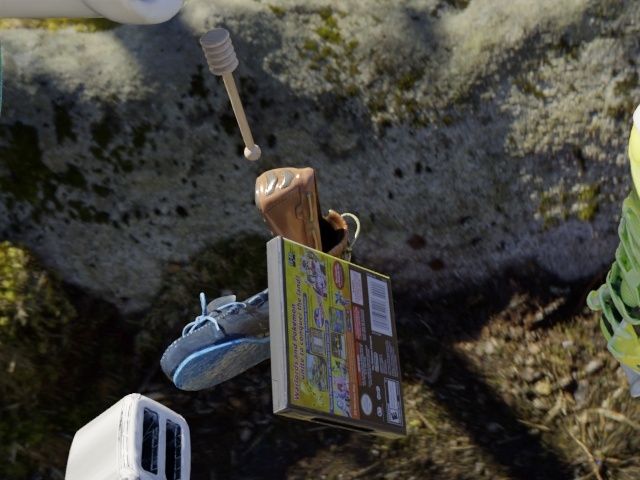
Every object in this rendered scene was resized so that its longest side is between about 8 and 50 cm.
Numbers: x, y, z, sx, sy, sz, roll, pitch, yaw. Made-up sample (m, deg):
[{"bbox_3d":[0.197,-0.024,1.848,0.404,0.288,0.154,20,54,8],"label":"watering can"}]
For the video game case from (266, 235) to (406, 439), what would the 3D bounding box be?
[{"bbox_3d":[0.025,0.151,1.373,0.035,0.248,0.275,-30,52,39],"label":"video game case"}]

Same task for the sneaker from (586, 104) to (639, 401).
[{"bbox_3d":[0.283,0.040,0.688,0.147,0.384,0.145,-23,47,15],"label":"sneaker"}]

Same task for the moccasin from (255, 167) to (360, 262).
[{"bbox_3d":[0.000,-0.002,1.715,0.147,0.380,0.139,-13,43,11],"label":"moccasin"}]

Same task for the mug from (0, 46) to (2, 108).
[{"bbox_3d":[-0.431,-0.199,1.049,0.097,0.158,0.129,0,101,-13],"label":"mug"}]

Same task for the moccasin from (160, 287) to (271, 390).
[{"bbox_3d":[-0.154,0.153,1.457,0.117,0.342,0.138,49,112,16],"label":"moccasin"}]

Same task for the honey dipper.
[{"bbox_3d":[-0.086,-0.145,0.925,0.030,0.160,0.030,-9,46,9],"label":"honey dipper"}]

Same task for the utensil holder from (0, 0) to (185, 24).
[{"bbox_3d":[-0.323,-0.337,0.724,0.385,0.327,0.327,0,77,9],"label":"utensil holder"}]

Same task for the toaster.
[{"bbox_3d":[-0.265,0.322,1.234,0.146,0.129,0.227,-42,30,22],"label":"toaster"}]
